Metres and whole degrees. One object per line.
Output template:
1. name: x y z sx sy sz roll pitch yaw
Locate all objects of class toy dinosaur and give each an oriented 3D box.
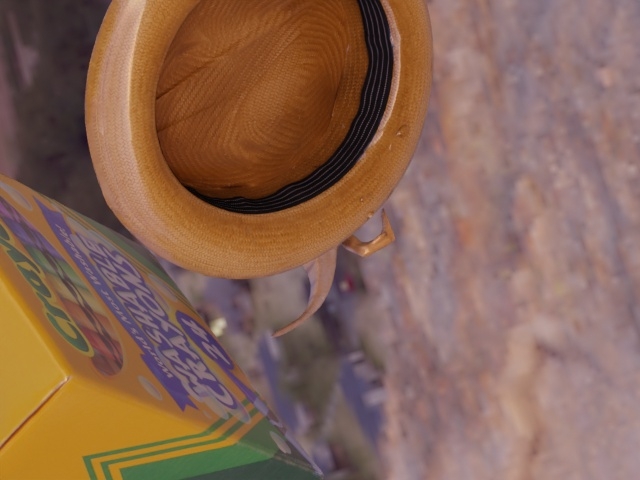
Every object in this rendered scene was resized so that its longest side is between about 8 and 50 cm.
1. toy dinosaur: 0.000 0.000 1.554 0.064 0.112 0.211 69 -178 -45

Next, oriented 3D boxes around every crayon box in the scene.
1. crayon box: -0.149 0.055 1.084 0.203 0.083 0.323 50 -170 30

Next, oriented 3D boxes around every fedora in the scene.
1. fedora: -0.038 -0.077 0.925 0.079 0.194 0.194 18 125 51
